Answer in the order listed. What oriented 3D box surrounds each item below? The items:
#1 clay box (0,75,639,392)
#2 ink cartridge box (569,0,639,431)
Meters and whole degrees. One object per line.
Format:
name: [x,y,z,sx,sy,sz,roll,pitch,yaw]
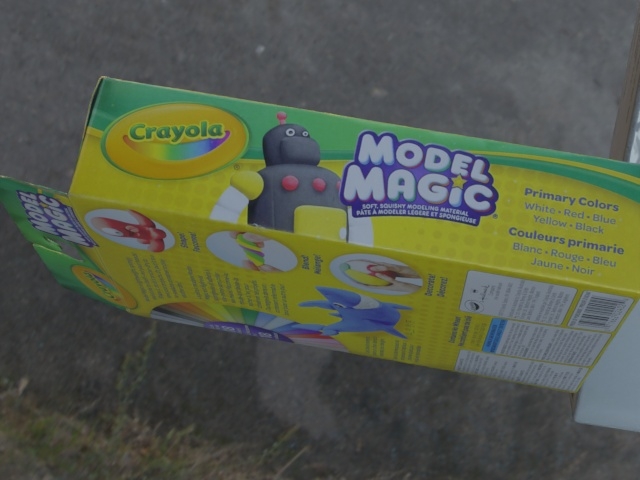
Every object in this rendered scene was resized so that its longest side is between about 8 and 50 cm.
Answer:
clay box: [0.000,0.000,0.466,0.222,0.127,0.053,11,69,5]
ink cartridge box: [0.267,-0.021,0.626,0.238,0.275,0.060,8,19,5]
